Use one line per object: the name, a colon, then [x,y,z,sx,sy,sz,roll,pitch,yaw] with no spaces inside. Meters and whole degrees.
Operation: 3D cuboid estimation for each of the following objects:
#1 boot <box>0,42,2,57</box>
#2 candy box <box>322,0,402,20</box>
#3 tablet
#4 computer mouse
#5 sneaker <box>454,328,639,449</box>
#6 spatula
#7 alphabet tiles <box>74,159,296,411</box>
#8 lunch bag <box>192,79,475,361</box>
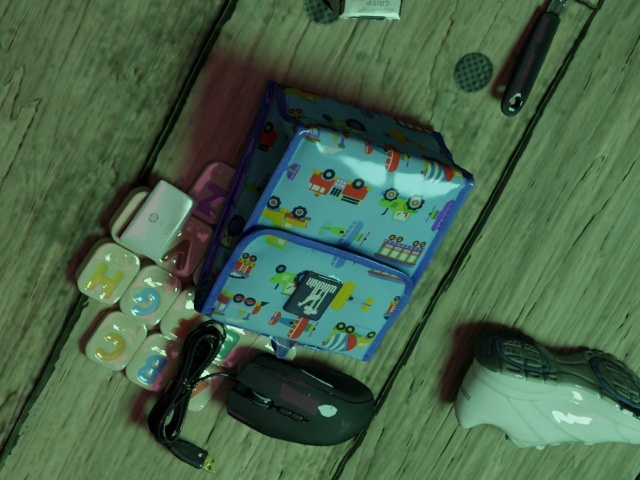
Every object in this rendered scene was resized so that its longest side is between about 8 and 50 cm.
boot: [-0.461,-0.219,1.638,0.248,0.090,0.207,-20,119,-4]
candy box: [0.043,-0.357,1.697,0.071,0.159,0.233,1,113,-16]
tablet: [-0.178,-0.022,1.838,0.054,0.006,0.083,32,97,-26]
computer mouse: [-0.070,0.216,1.948,0.262,0.060,0.184,24,109,-24]
sneaker: [0.298,0.203,2.067,0.297,0.111,0.129,18,122,-19]
spatula: [0.277,-0.274,1.878,0.084,0.030,0.296,19,106,-26]
alphabet tiles: [-0.131,0.057,1.902,0.284,0.021,0.278,31,101,-27]
lunch bag: [0.000,0.000,1.862,0.221,0.138,0.293,15,113,-24]
